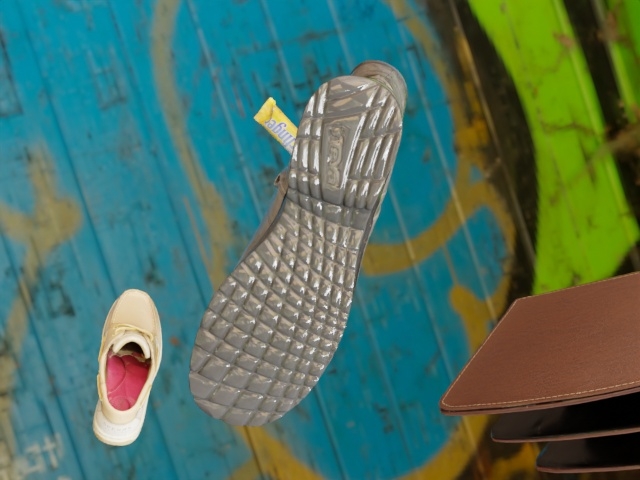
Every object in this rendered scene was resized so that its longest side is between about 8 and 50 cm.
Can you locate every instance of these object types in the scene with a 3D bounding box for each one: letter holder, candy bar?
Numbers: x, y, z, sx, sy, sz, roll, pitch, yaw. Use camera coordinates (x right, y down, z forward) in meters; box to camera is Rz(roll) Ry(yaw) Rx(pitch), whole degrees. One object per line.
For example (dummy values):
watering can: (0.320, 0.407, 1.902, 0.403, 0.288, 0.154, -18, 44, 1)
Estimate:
letter holder: (0.295, 0.144, 1.133, 0.302, 0.152, 0.214, -18, -162, 44)
candy bar: (-0.035, -0.135, 1.650, 0.040, 0.161, 0.018, -51, 150, 18)

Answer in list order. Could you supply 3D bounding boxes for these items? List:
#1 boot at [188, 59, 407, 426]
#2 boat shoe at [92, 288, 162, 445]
boot: (0.000, 0.000, 1.101, 0.338, 0.118, 0.223, -62, 178, 11)
boat shoe: (-0.181, 0.111, 1.143, 0.063, 0.170, 0.059, 9, 140, -12)
